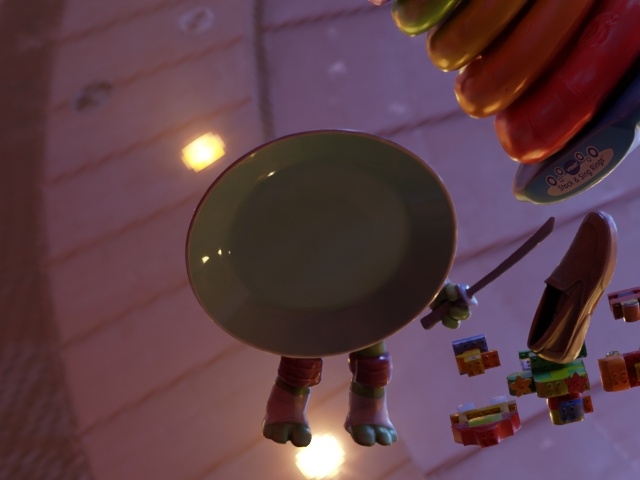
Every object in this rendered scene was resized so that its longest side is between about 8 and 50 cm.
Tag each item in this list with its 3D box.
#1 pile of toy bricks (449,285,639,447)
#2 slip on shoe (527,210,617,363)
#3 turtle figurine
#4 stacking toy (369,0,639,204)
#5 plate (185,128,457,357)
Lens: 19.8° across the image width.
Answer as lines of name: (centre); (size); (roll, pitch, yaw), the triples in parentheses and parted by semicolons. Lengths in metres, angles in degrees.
pile of toy bricks: (0.213, 0.116, 1.634); (0.212, 0.118, 0.105); (-14, -166, 5)
slip on shoe: (0.213, 0.038, 1.567); (0.051, 0.041, 0.135); (32, -76, 60)
turtle figurine: (0.039, 0.074, 1.739); (0.275, 0.266, 0.198); (18, -162, 35)
stacking toy: (0.092, -0.178, 1.168); (0.175, 0.302, 0.165); (-39, -163, 56)
plate: (0.000, 0.000, 1.258); (0.188, 0.188, 0.024); (-25, -145, 7)
